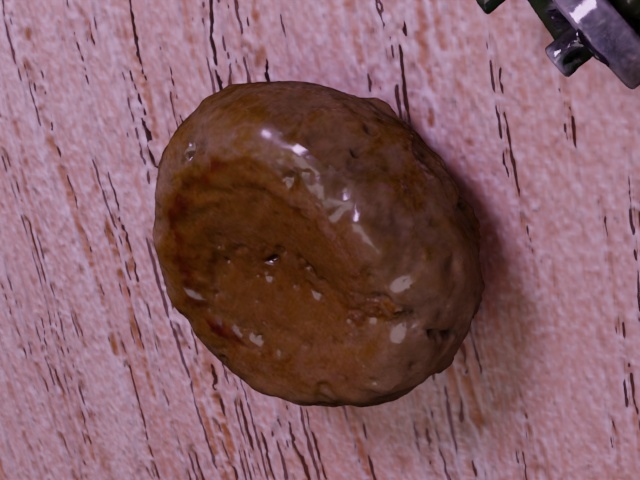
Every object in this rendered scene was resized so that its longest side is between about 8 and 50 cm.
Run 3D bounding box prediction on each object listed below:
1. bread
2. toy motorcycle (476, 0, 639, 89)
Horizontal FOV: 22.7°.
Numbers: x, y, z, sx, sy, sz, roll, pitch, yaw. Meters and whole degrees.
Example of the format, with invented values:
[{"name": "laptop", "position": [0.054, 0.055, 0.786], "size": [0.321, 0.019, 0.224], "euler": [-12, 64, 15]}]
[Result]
[{"name": "bread", "position": [0.000, 0.000, 1.028], "size": [0.230, 0.123, 0.230], "euler": [18, 128, 24]}, {"name": "toy motorcycle", "position": [0.122, -0.226, 0.806], "size": [0.205, 0.127, 0.275], "euler": [-39, 99, 13]}]
